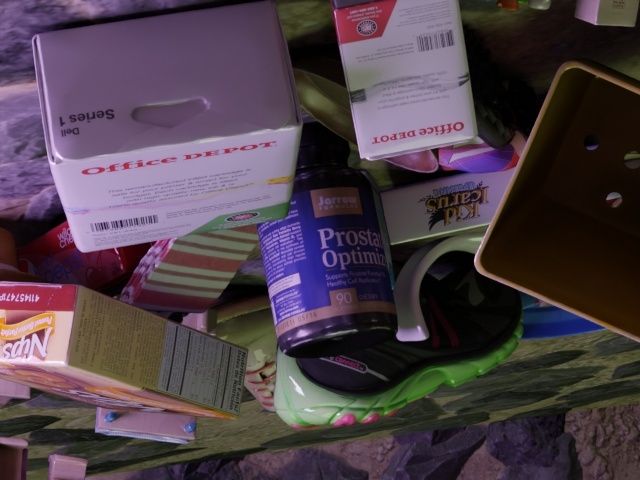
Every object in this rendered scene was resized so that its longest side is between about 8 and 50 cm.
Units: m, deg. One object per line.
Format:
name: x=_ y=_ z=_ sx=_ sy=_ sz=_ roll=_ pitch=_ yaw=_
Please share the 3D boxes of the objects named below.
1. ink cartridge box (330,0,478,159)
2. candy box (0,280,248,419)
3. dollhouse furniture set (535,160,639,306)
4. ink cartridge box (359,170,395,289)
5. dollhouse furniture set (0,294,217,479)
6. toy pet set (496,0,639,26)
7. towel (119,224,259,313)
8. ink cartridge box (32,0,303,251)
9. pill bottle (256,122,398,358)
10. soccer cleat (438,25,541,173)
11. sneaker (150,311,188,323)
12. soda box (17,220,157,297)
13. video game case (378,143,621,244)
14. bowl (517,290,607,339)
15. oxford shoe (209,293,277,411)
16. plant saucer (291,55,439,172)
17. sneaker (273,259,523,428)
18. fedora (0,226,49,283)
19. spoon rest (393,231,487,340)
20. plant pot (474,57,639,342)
ink cartridge box: x=0.067 y=-0.143 z=1.363 sx=0.099 sy=0.135 sz=0.056 roll=-11 pitch=-150 yaw=1
candy box: x=-0.236 y=0.118 z=1.775 sx=0.183 sy=0.087 sz=0.316 roll=1 pitch=167 yaw=30
dollhouse furniture set: x=0.339 y=-0.006 z=2.098 sx=0.129 sy=0.129 sz=0.183 roll=-8 pitch=166 yaw=-11
ink cartridge box: x=0.044 y=-0.008 z=1.895 sx=0.052 sy=0.122 sz=0.088 roll=-10 pitch=166 yaw=12
dollhouse furniture set: x=-0.293 y=0.212 z=2.163 sx=0.303 sy=0.286 sz=0.198 roll=8 pitch=159 yaw=-22
toy pet set: x=0.210 y=-0.217 z=1.381 sx=0.122 sy=0.065 sz=0.114 roll=-1 pitch=-162 yaw=-24
towel: x=-0.117 y=-0.005 z=1.771 sx=0.197 sy=0.029 sz=0.144 roll=-54 pitch=151 yaw=14
ink cartridge box: x=-0.128 y=-0.091 z=1.451 sx=0.201 sy=0.117 sz=0.278 roll=-9 pitch=166 yaw=-6
pill bottle: x=0.000 y=0.000 z=1.691 sx=0.123 sy=0.219 sz=0.123 roll=-10 pitch=166 yaw=-3
soccer cleat: x=0.123 y=-0.116 z=1.567 sx=0.116 sy=0.108 sz=0.318 roll=-19 pitch=167 yaw=18
sneaker: x=-0.153 y=0.022 z=1.877 sx=0.071 sy=0.170 sz=0.068 roll=11 pitch=140 yaw=43
soda box: x=-0.266 y=0.028 z=1.857 sx=0.092 sy=0.083 sz=0.263 roll=-12 pitch=170 yaw=-45
video game case: x=0.195 y=-0.051 z=1.831 sx=0.244 sy=0.061 sz=0.269 roll=-11 pitch=-179 yaw=7
bowl: x=0.438 y=0.063 z=2.549 sx=0.391 sy=0.077 sz=0.391 roll=-10 pitch=166 yaw=-3
oxford shoe: x=-0.065 y=0.165 z=2.426 sx=0.140 sy=0.146 sz=0.397 roll=-16 pitch=165 yaw=22
plant saucer: x=0.037 y=-0.116 z=1.499 sx=0.168 sy=0.029 sz=0.168 roll=29 pitch=171 yaw=5
sneaker: x=0.114 y=0.098 z=2.237 sx=0.185 sy=0.202 sz=0.483 roll=-6 pitch=-171 yaw=37
fedora: x=-0.384 y=0.025 z=1.790 sx=0.194 sy=0.079 sz=0.194 roll=-2 pitch=164 yaw=-1
spoon rest: x=0.187 y=0.013 z=1.788 sx=0.276 sy=0.084 sz=0.137 roll=-28 pitch=-171 yaw=-28
plant pot: x=0.286 y=-0.050 z=1.563 sx=0.212 sy=0.212 sz=0.187 roll=24 pitch=-160 yaw=4
